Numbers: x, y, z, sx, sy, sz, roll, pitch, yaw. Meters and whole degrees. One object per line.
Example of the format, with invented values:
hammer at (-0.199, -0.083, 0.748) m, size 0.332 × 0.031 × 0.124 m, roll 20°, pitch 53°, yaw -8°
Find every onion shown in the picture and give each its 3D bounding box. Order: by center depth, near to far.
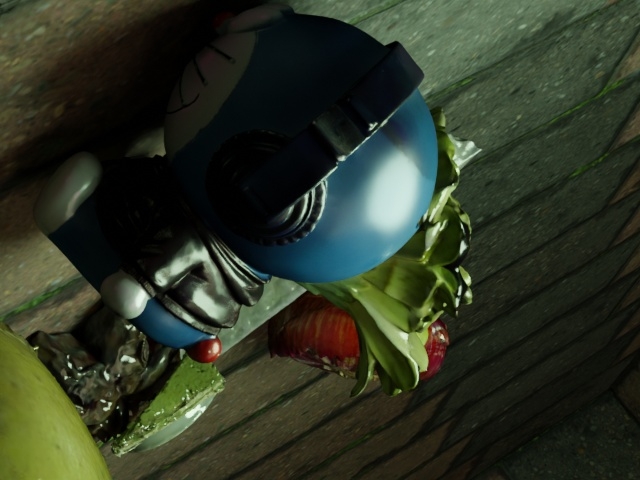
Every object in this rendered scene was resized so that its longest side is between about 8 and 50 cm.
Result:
onion at (0.047, 0.087, 2.094) m, size 0.230 × 0.163 × 0.230 m, roll 4°, pitch 171°, yaw 1°

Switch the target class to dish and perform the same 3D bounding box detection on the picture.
dish at (-0.192, 0.161, 1.961) m, size 0.141 × 0.078 × 0.141 m, roll -28°, pitch -155°, yaw 15°

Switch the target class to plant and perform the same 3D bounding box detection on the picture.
plant at (0.031, -0.018, 1.648) m, size 0.297 × 0.305 × 0.261 m, roll 15°, pitch 161°, yaw -36°

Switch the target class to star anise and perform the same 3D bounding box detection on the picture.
star anise at (-0.229, 0.155, 1.817) m, size 0.236 × 0.109 × 0.223 m, roll -47°, pitch 165°, yaw 22°

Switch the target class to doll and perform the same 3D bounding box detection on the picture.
doll at (-0.048, -0.055, 1.437) m, size 0.310 × 0.240 × 0.284 m, roll -41°, pitch -174°, yaw 10°

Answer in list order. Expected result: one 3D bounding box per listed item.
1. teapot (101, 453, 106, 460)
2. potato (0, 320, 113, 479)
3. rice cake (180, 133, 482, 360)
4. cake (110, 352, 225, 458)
teapot at (-0.303, 0.317, 1.999) m, size 0.268 × 0.186 × 0.175 m, roll 30°, pitch 78°, yaw -42°
potato at (-0.343, 0.313, 1.545) m, size 0.385 × 0.319 × 0.442 m, roll -24°, pitch 145°, yaw -23°
rice cake at (-0.001, 0.000, 1.917) m, size 0.399 × 0.064 × 0.070 m, roll -38°, pitch -170°, yaw 2°
cake at (-0.155, 0.175, 1.797) m, size 0.140 × 0.055 × 0.051 m, roll -51°, pitch 171°, yaw -14°
